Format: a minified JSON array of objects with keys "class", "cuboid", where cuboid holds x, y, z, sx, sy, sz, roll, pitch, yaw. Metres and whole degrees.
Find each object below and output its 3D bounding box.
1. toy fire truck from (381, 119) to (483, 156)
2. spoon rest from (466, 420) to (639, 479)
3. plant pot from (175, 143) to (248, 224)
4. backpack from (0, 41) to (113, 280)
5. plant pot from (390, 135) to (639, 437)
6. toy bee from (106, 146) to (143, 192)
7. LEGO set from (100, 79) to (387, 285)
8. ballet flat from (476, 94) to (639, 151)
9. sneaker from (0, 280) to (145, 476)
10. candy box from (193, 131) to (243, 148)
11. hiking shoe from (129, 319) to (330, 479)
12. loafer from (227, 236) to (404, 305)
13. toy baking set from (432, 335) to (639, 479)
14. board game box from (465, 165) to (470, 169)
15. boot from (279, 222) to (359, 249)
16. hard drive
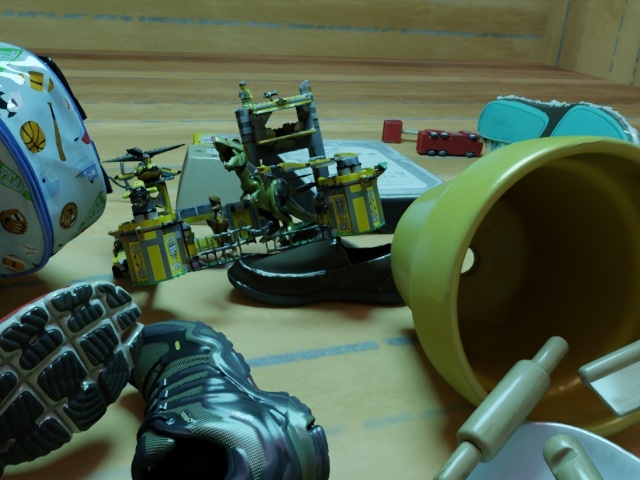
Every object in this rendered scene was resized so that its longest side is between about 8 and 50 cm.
[{"class":"toy fire truck","cuboid":[0.241,-0.222,1.563,0.192,0.047,0.135,1,21,-12]},{"class":"spoon rest","cuboid":[0.203,0.194,0.437,0.276,0.084,0.137,23,44,34]},{"class":"plant pot","cuboid":[-0.159,-0.086,1.063,0.109,0.096,0.109,0,22,-10]},{"class":"backpack","cuboid":[-0.357,-0.072,0.713,0.263,0.276,0.213,-8,34,23]},{"class":"plant pot","cuboid":[0.184,0.030,0.685,0.254,0.254,0.239,-1,6,-16]},{"class":"toy bee","cuboid":[-0.421,-0.114,1.041,0.162,0.298,0.195,-12,45,38]},{"class":"LEGO set","cuboid":[-0.098,-0.086,0.826,0.331,0.192,0.255,-13,9,-2]},{"class":"ballet flat","cuboid":[0.425,-0.166,1.239,0.147,0.147,0.409,-3,22,-18]},{"class":"sneaker","cuboid":[-0.251,0.108,0.497,0.118,0.107,0.279,10,34,40]},{"class":"candy box","cuboid":[-0.145,-0.187,1.414,0.206,0.027,0.105,1,19,-11]},{"class":"hiking shoe","cuboid":[-0.103,0.130,0.544,0.227,0.086,0.114,23,26,38]},{"class":"loafer","cuboid":[0.002,0.025,0.840,0.220,0.078,0.080,1,22,-11]},{"class":"toy baking set","cuboid":[0.174,0.143,0.450,0.256,0.030,0.197,-35,31,-29]},{"class":"board game box","cuboid":[0.432,-0.074,1.233,0.317,0.046,0.213,1,21,-10]},{"class":"boot","cuboid":[0.000,0.000,0.962,0.118,0.042,0.087,13,14,1]},{"class":"hard drive","cuboid":[0.056,-0.100,1.194,0.237,0.064,0.339,-2,22,-18]}]
